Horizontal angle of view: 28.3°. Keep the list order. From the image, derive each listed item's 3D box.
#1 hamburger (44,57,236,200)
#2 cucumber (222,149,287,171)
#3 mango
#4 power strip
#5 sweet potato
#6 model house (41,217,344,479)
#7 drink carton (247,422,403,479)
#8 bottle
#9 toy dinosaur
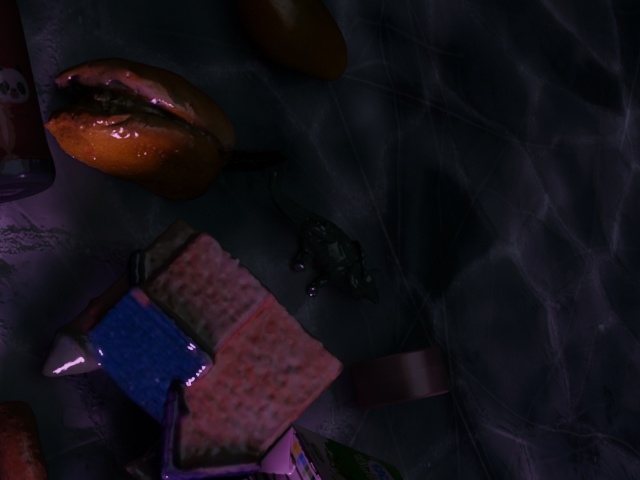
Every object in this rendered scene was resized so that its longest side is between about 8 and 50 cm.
[{"bbox_3d":[-0.220,-0.159,1.740,0.283,0.156,0.144,23,62,-37],"label":"hamburger"},{"bbox_3d":[-0.106,-0.121,1.935,0.135,0.033,0.034,1,116,-46],"label":"cucumber"},{"bbox_3d":[-0.044,-0.335,2.007,0.253,0.113,0.138,41,48,-39],"label":"mango"},{"bbox_3d":[0.126,0.214,1.988,0.154,0.154,0.078,-4,79,-46],"label":"power strip"},{"bbox_3d":[-0.345,0.383,1.494,0.109,0.109,0.385,18,60,-42],"label":"sweet potato"},{"bbox_3d":[-0.180,0.177,1.650,0.312,0.245,0.280,44,72,-1],"label":"model house"},{"bbox_3d":[0.028,0.374,1.798,0.271,0.108,0.161,32,20,-45],"label":"drink carton"},{"bbox_3d":[-0.423,-0.218,1.558,0.144,0.144,0.336,-5,81,-46],"label":"bottle"},{"bbox_3d":[-0.002,0.015,1.972,0.292,0.079,0.120,36,50,-37],"label":"toy dinosaur"}]
